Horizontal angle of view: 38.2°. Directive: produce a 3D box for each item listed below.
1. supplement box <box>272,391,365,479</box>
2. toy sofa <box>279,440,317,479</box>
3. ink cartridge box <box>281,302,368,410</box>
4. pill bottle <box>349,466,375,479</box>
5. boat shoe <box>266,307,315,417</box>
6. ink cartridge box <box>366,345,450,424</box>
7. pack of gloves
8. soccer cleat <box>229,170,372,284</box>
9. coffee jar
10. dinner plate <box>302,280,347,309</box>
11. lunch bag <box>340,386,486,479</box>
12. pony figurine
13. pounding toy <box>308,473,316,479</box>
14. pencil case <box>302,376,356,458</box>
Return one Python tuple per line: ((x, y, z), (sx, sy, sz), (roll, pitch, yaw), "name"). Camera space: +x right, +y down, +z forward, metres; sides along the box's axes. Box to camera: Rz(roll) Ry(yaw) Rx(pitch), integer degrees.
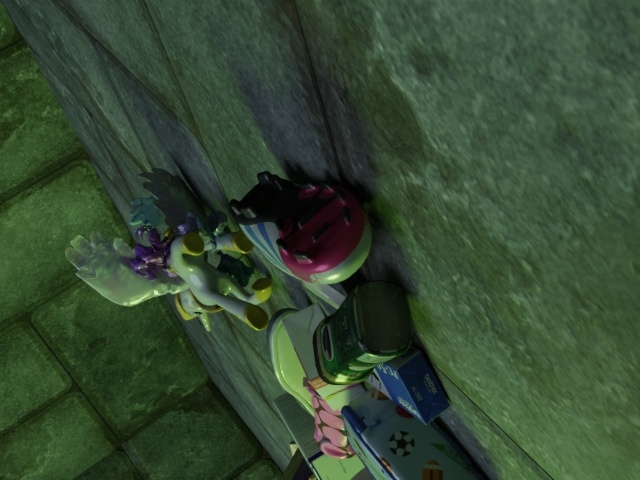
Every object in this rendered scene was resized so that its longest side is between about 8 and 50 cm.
((0.003, 0.391, 1.869), (0.220, 0.114, 0.111), (46, 164, 56), "supplement box")
((-0.026, 0.606, 2.093), (0.362, 0.177, 0.150), (-51, -50, -62), "toy sofa")
((0.014, 0.192, 1.450), (0.115, 0.067, 0.198), (64, -177, 31), "ink cartridge box")
((0.158, 0.536, 1.660), (0.264, 0.153, 0.153), (60, 165, -15), "pill bottle")
((-0.040, 0.219, 1.684), (0.099, 0.116, 0.319), (38, 162, 41), "boat shoe")
((0.094, 0.172, 1.290), (0.097, 0.046, 0.207), (62, 165, -22), "ink cartridge box")
((-0.333, -0.012, 2.011), (0.232, 0.046, 0.195), (-38, -63, -70), "pack of gloves")
((0.000, 0.000, 1.132), (0.143, 0.116, 0.331), (47, 173, -25), "soccer cleat")
((0.049, 0.122, 1.169), (0.184, 0.079, 0.096), (130, 136, -62), "coffee jar")
((0.020, 0.080, 1.281), (0.141, 0.017, 0.141), (33, 173, 5), "dinner plate")
((0.153, 0.362, 1.388), (0.303, 0.115, 0.243), (51, 167, 21), "lunch bag")
((-0.267, 0.043, 1.808), (0.351, 0.303, 0.363), (51, 152, -15), "pony figurine")
((0.048, 0.518, 1.964), (0.181, 0.205, 0.094), (14, 174, -16), "pounding toy")
((0.026, 0.309, 1.662), (0.095, 0.098, 0.209), (-99, 2, -47), "pencil case")
